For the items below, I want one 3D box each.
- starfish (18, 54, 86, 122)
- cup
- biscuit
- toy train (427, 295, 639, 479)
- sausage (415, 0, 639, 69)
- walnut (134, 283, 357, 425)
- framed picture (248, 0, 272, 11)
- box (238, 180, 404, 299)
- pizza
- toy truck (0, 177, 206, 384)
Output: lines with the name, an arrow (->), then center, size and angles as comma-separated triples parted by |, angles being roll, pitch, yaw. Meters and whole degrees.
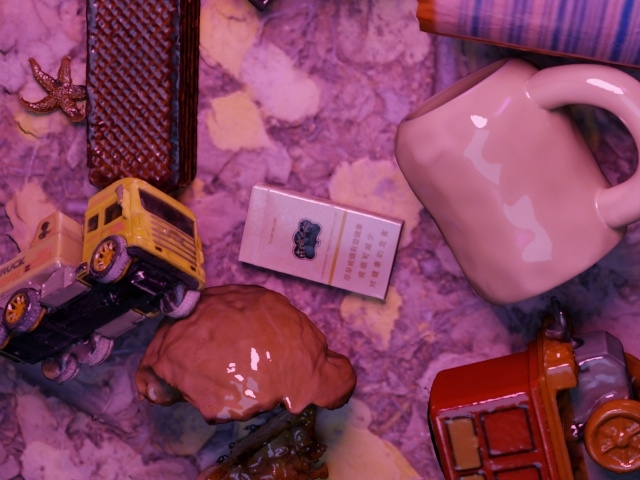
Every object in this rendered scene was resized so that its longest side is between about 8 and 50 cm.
starfish -> -0.287, -0.164, 1.539 | 0.091, 0.028, 0.078 | 46, 104, -1
cup -> 0.199, -0.065, 1.355 | 0.173, 0.255, 0.202 | -35, 100, -22
biscuit -> -0.183, -0.239, 1.472 | 0.107, 0.073, 0.388 | 6, 107, 11
toy train -> 0.246, 0.237, 1.470 | 0.231, 0.163, 0.369 | -11, 104, 13
sausage -> 0.244, -0.276, 1.285 | 0.287, 0.233, 0.233 | 9, 108, 8
walnut -> -0.084, 0.118, 1.494 | 0.238, 0.204, 0.141 | -3, 94, 13
framed picture -> -0.073, -0.362, 1.395 | 0.199, 0.010, 0.195 | 38, 94, -19
box -> 0.000, 0.000, 1.528 | 0.166, 0.024, 0.090 | 15, 108, 7
pizza -> -0.054, 0.265, 1.592 | 0.154, 0.069, 0.194 | 29, 111, 3
toy truck -> -0.251, 0.034, 1.511 | 0.272, 0.157, 0.124 | -29, 138, 30
